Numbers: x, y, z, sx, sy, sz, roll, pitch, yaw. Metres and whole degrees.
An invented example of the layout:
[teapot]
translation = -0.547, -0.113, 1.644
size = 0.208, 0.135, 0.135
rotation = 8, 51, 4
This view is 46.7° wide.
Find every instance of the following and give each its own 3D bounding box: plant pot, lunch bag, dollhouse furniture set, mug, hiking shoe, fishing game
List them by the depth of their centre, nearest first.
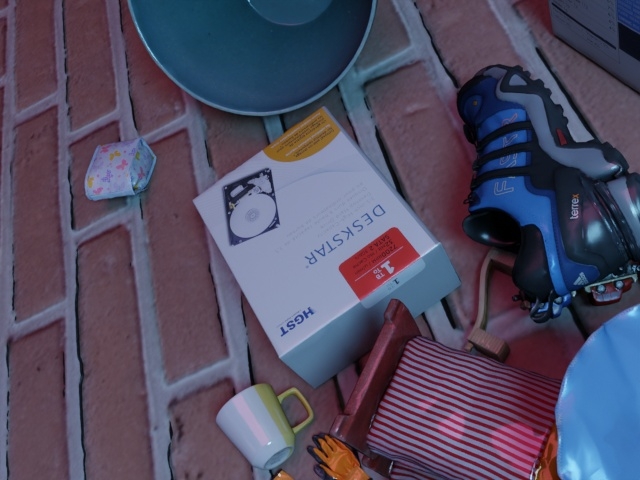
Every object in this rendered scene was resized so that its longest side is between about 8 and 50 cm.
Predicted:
[fishing game]
translation = 0.219, 0.127, 0.433
size = 0.189, 0.041, 0.264
rotation = 38, 63, 3
[dollhouse furniture set]
translation = 0.087, 0.256, 0.516
size = 0.201, 0.152, 0.374
rotation = 13, 66, 30
[hiking shoe]
translation = 0.173, -0.065, 0.677
size = 0.132, 0.113, 0.304
rotation = -34, 33, 8
[mug]
translation = -0.050, 0.173, 0.692
size = 0.078, 0.062, 0.064
rotation = -42, 60, 4
[plant pot]
translation = -0.062, -0.318, 0.899
size = 0.290, 0.290, 0.195
rotation = -12, 21, 18
[lunch bag]
translation = -0.259, -0.085, 0.955
size = 0.071, 0.053, 0.083
rotation = -9, 47, 17

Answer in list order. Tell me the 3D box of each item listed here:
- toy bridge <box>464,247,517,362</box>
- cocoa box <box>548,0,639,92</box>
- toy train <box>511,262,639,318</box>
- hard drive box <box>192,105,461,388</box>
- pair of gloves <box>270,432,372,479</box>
[toy bridge]
translation = 0.187, 0.026, 0.695
size = 0.063, 0.026, 0.188
rotation = 27, 74, 36
[cocoa box]
translation = 0.408, -0.321, 0.683
size = 0.347, 0.228, 0.231
rotation = -38, 52, -1
[toy train]
translation = 0.246, 0.039, 0.644
size = 0.158, 0.027, 0.036
rotation = -13, 79, 3
[hard drive box]
translation = 0.000, 0.000, 0.758
size = 0.181, 0.089, 0.232
rotation = -36, 52, 1
[pair of gloves]
translation = -0.002, 0.219, 0.670
size = 0.083, 0.010, 0.074
rotation = -46, 53, -6
